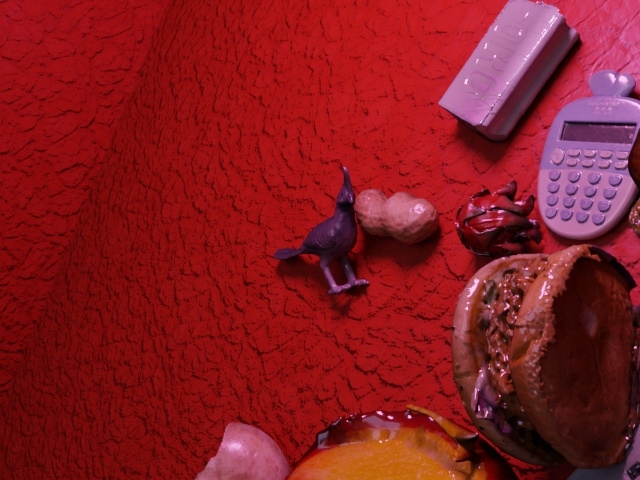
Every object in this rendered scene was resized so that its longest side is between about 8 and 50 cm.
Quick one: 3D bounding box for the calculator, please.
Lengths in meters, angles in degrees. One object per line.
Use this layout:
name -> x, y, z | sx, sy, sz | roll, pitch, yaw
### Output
calculator -> 0.468, -0.147, 1.282 | 0.188, 0.042, 0.303 | 12, 82, 48

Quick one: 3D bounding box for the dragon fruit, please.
dragon fruit -> 0.312, -0.028, 1.339 | 0.142, 0.130, 0.121 | -26, 23, 36

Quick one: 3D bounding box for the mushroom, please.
mushroom -> -0.152, 0.515, 1.524 | 0.189, 0.195, 0.254 | 27, 86, 14

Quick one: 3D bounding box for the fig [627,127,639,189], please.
fig -> 0.574, -0.115, 1.088 | 0.245, 0.149, 0.149 | 20, 87, 47

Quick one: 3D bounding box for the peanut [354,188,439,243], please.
peanut -> 0.146, -0.052, 1.528 | 0.228, 0.085, 0.104 | 12, 74, 48

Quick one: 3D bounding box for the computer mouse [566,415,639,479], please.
computer mouse -> 0.451, 0.349, 1.041 | 0.288, 0.097, 0.159 | -55, 22, 24

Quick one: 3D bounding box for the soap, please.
soap -> 0.356, -0.327, 1.433 | 0.261, 0.094, 0.150 | -56, 44, 11

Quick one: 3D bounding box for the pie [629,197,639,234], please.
pie -> 0.530, -0.043, 1.191 | 0.084, 0.021, 0.084 | -19, 60, 37

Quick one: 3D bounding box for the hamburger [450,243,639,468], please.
hamburger -> 0.331, 0.153, 1.085 | 0.195, 0.277, 0.318 | -11, 52, 57

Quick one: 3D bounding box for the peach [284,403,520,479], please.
peach -> 0.138, 0.445, 1.146 | 0.406, 0.310, 0.335 | -1, 35, 51

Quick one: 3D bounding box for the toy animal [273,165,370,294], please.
toy animal -> 0.022, 0.022, 1.597 | 0.206, 0.081, 0.367 | 63, 145, 16
